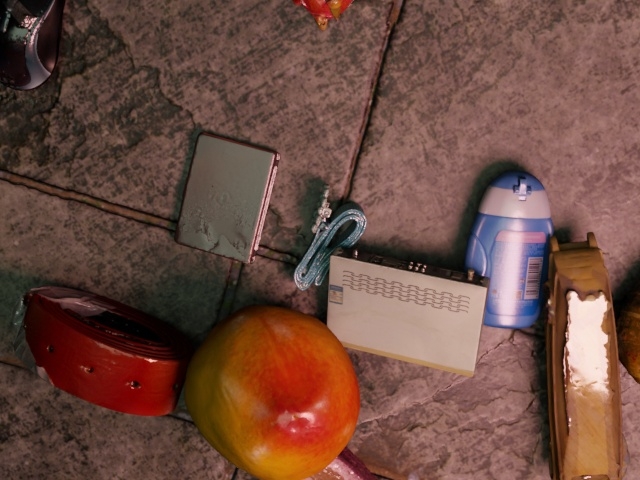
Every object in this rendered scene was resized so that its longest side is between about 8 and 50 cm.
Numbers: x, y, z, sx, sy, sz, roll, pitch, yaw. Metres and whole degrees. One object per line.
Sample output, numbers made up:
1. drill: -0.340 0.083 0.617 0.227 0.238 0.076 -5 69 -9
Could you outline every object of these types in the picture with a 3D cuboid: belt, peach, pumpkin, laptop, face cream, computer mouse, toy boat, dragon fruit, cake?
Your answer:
1. belt: -0.379 0.184 1.491 0.323 0.227 0.115 23 99 12
2. peach: -0.063 0.252 1.414 0.307 0.289 0.289 1 104 47
3. belt: 0.000 0.002 1.502 0.100 0.065 0.179 33 101 -11
4. pumpkin: 0.588 0.156 1.431 0.218 0.162 0.219 0 91 -17
5. laptop: -0.167 -0.075 1.524 0.153 0.026 0.207 15 101 5
6. face cream: 0.320 0.013 1.459 0.149 0.083 0.264 3 101 -7
7. computer mouse: -0.514 -0.372 1.465 0.137 0.096 0.233 13 103 3
8. toy boat: 0.440 0.210 1.445 0.135 0.162 0.446 -5 103 6
9. dragon fruit: 0.007 -0.426 1.419 0.112 0.068 0.126 40 100 -2
10. cake: 0.031 0.451 1.566 0.116 0.113 0.295 -42 100 13

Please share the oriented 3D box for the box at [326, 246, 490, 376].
1. box: 0.144 0.117 1.470 0.270 0.045 0.211 10 120 16
